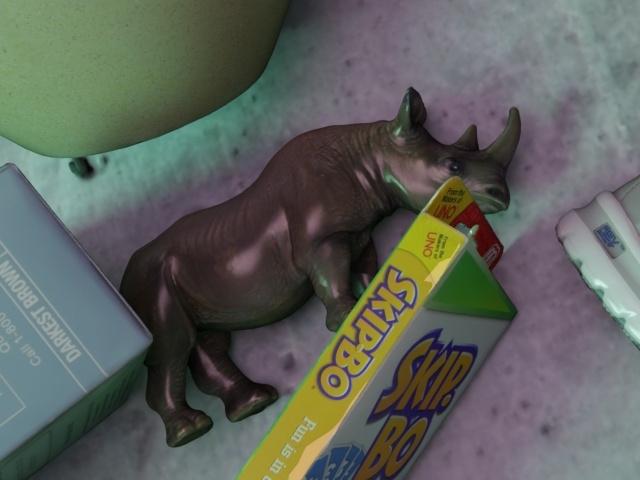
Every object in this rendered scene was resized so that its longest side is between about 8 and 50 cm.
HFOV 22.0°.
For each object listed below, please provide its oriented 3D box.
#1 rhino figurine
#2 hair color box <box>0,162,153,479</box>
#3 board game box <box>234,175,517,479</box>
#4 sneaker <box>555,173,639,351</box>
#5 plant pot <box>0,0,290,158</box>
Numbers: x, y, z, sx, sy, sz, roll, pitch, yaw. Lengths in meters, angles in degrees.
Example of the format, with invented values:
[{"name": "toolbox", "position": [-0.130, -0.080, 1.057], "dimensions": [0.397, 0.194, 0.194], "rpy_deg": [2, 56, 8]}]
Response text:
[{"name": "rhino figurine", "position": [0.000, 0.000, 0.850], "dimensions": [0.243, 0.073, 0.106], "rpy_deg": [-34, 76, 7]}, {"name": "hair color box", "position": [-0.263, 0.134, 0.771], "dimensions": [0.374, 0.185, 0.113], "rpy_deg": [-38, 85, -17]}, {"name": "board game box", "position": [0.014, 0.097, 0.787], "dimensions": [0.039, 0.124, 0.259], "rpy_deg": [30, 83, 24]}, {"name": "sneaker", "position": [0.232, 0.063, 0.751], "dimensions": [0.115, 0.105, 0.281], "rpy_deg": [-41, 72, 7]}, {"name": "plant pot", "position": [-0.118, -0.154, 0.833], "dimensions": [0.284, 0.284, 0.191], "rpy_deg": [-15, 112, 14]}]
